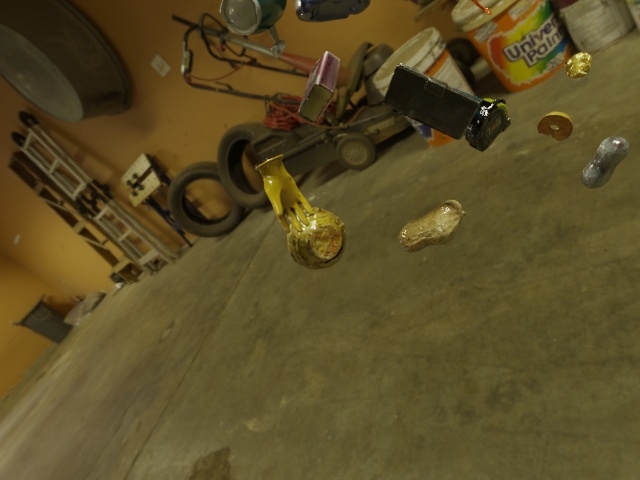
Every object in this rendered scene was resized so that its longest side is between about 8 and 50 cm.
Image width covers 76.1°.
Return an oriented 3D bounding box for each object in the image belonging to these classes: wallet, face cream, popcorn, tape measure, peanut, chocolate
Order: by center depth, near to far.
[{"bbox_3d":[0.788,-0.213,1.138,0.167,0.072,0.072,97,-169,-47],"label":"chocolate"},{"bbox_3d":[0.029,-0.827,1.273,0.249,0.225,0.249,-8,14,2],"label":"face cream"},{"bbox_3d":[0.868,-0.584,1.379,0.084,0.084,0.084,-37,24,20],"label":"popcorn"},{"bbox_3d":[0.387,-0.487,1.446,0.044,0.317,0.169,-53,-14,-41],"label":"wallet"},{"bbox_3d":[0.658,-0.476,1.629,0.199,0.186,0.112,-50,52,0],"label":"tape measure"},{"bbox_3d":[0.457,-0.044,1.675,0.291,0.143,0.159,-32,34,20],"label":"peanut"}]

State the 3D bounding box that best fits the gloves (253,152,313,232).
[{"bbox_3d":[-0.127,-0.167,1.524,0.133,0.294,0.116,-27,4,-6],"label":"gloves"}]

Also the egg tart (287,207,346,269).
[{"bbox_3d":[0.000,0.000,1.763,0.294,0.294,0.123,-51,29,-11],"label":"egg tart"}]

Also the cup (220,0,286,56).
[{"bbox_3d":[-0.194,-0.656,1.138,0.168,0.299,0.173,-17,36,31],"label":"cup"}]

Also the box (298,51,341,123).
[{"bbox_3d":[-0.001,-0.441,1.176,0.120,0.069,0.224,-49,22,39],"label":"box"}]

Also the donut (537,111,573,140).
[{"bbox_3d":[0.800,-0.393,1.386,0.043,0.108,0.097,-57,-8,-29],"label":"donut"}]

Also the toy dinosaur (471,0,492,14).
[{"bbox_3d":[0.555,-0.971,1.571,0.070,0.288,0.117,-50,1,7],"label":"toy dinosaur"}]
